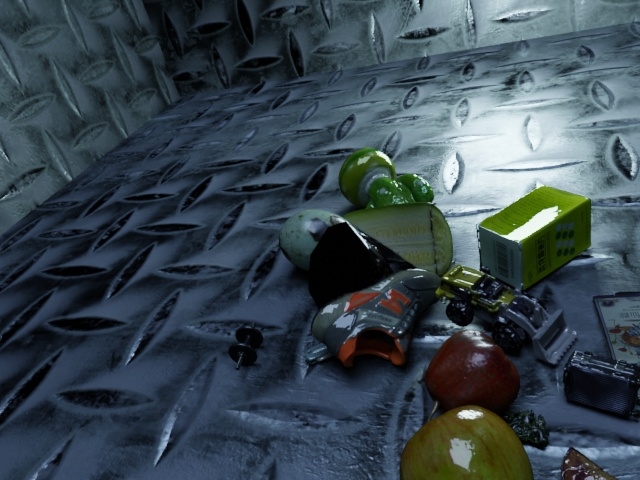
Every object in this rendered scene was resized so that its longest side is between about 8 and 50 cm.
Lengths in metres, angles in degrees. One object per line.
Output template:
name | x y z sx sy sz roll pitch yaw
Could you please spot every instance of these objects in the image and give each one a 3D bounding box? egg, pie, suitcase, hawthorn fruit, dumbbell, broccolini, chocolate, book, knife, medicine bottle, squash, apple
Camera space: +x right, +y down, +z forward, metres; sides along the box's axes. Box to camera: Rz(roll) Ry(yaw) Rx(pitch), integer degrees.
egg | 0.000 0.000 1.436 0.231 0.169 0.169 3 35 9
pie | 0.429 0.381 0.778 0.092 0.034 0.170 -31 35 -29
suitcase | 0.491 0.247 0.912 0.126 0.086 0.059 11 26 36
hawthorn fruit | 0.252 0.263 0.959 0.203 0.163 0.163 -35 32 4
dumbbell | -0.174 0.244 1.227 0.069 0.069 0.147 -6 33 16
broccolini | 0.264 0.339 0.903 0.254 0.058 0.071 -12 -11 2
chocolate | 0.101 0.094 1.309 0.177 0.206 0.224 17 25 -37
book | 0.630 0.178 1.011 0.157 0.026 0.231 -5 33 18
knife | 0.042 0.236 1.186 0.162 0.023 0.044 -22 33 -9
medicine bottle | 0.508 -0.011 1.250 0.250 0.137 0.141 -28 34 -20
squash | 0.206 0.008 1.398 0.288 0.203 0.111 -10 -9 42
apple | 0.217 0.353 0.776 0.195 0.196 0.196 -12 32 7

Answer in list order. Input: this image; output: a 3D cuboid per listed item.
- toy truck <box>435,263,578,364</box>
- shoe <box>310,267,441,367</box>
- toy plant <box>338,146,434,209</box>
toy truck | 0.379 0.141 1.096 0.136 0.111 0.285 -36 43 -31
shoe | 0.159 0.179 1.133 0.336 0.132 0.171 -17 51 -23
toy plant | 0.186 -0.137 1.572 0.224 0.184 0.316 -44 41 5
